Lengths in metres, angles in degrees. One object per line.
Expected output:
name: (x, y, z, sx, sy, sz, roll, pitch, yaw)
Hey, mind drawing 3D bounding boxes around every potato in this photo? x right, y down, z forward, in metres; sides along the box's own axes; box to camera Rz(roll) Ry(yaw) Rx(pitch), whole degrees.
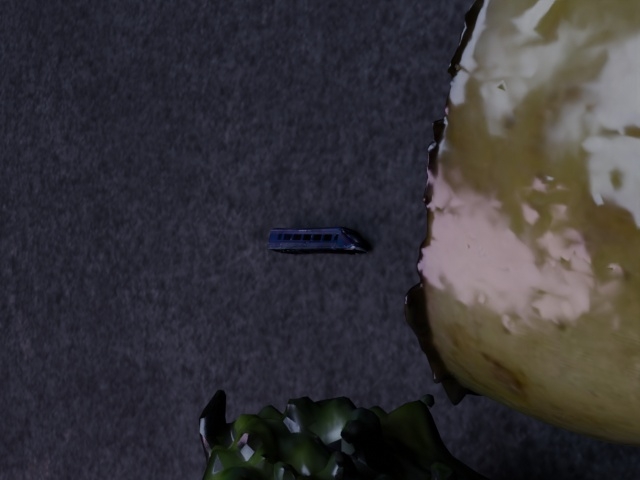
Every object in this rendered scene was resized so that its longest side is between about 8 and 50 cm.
potato: (0.175, -0.027, 0.634, 0.242, 0.242, 0.285, 27, 97, 47)

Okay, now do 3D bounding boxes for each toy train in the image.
toy train: (0.000, 0.000, 0.958, 0.083, 0.017, 0.017, 0, 76, 48)

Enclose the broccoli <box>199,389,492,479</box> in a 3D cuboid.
broccoli: (0.001, 0.225, 0.767, 0.293, 0.348, 0.281, -38, 31, -17)
